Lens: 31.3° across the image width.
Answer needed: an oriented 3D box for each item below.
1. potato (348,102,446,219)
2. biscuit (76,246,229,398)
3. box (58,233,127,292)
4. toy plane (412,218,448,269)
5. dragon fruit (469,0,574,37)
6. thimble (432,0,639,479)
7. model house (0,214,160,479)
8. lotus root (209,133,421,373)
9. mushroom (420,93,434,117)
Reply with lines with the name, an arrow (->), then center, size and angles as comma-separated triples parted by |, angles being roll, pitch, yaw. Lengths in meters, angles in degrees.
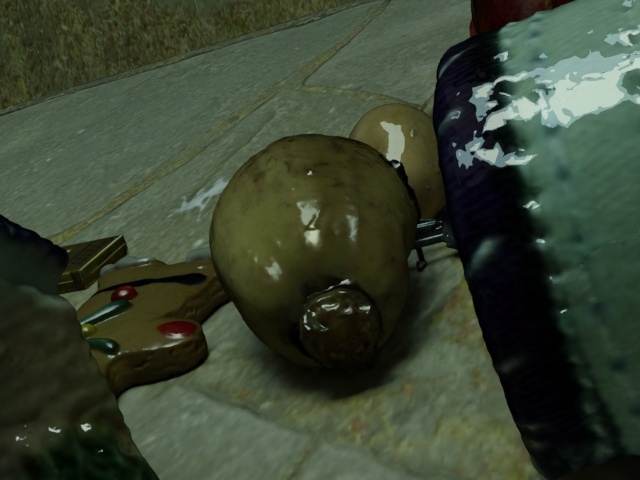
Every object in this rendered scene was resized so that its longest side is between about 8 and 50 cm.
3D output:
potato -> 0.068, -0.062, 0.993 | 0.112, 0.112, 0.147 | -14, 25, 14
biscuit -> -0.171, 0.078, 0.921 | 0.197, 0.049, 0.301 | -11, 20, 29
box -> -0.279, 0.031, 1.200 | 0.133, 0.023, 0.090 | -11, 18, 25
toy plane -> 0.113, -0.008, 0.896 | 0.145, 0.037, 0.060 | -15, 14, 9
dragon fruit -> 0.264, -0.252, 1.163 | 0.250, 0.250, 0.315 | -13, 22, 17
thimble -> 0.152, -0.006, 0.570 | 0.150, 0.237, 0.237 | -15, 18, 22
model house -> -0.281, 0.085, 0.615 | 0.298, 0.284, 0.243 | -26, 20, -25
lotus root -> 0.000, 0.000, 0.823 | 0.154, 0.140, 0.257 | -25, 25, 3
mushroom -> 0.136, -0.106, 1.118 | 0.085, 0.085, 0.079 | -14, 48, 16
